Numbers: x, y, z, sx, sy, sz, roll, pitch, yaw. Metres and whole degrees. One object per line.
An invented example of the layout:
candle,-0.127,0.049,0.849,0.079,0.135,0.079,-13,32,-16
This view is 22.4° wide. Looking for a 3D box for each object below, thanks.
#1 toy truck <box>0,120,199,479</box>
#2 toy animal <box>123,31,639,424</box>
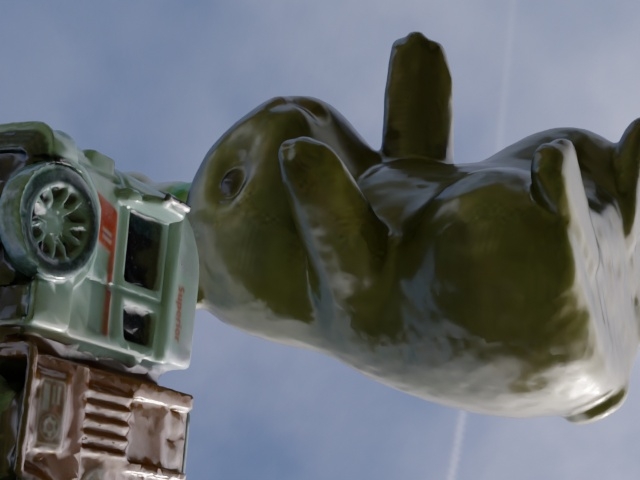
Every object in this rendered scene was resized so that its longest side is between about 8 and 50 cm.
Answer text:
toy truck,-0.142,0.107,0.778,0.136,0.162,0.305,-5,-106,36
toy animal,0.008,-0.016,0.910,0.363,0.181,0.180,14,-66,20
